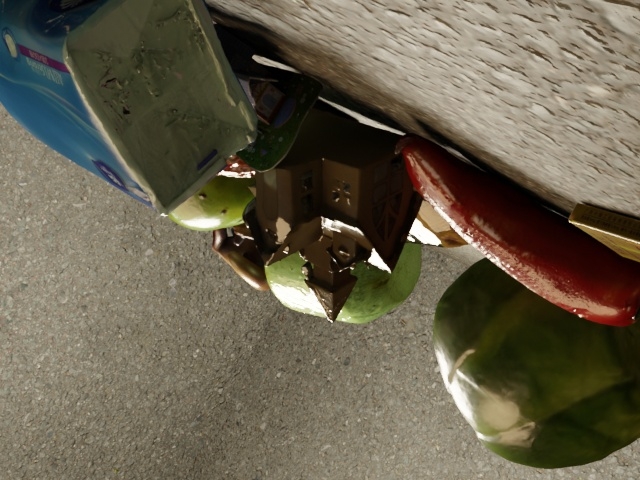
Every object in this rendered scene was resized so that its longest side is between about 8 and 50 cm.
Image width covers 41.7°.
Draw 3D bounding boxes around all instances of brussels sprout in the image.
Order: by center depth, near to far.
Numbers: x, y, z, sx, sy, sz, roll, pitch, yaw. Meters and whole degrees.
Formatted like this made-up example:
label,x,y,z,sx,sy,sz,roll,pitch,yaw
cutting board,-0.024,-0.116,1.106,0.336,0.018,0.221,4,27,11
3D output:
label,x,y,z,sx,sy,sz,roll,pitch,yaw
brussels sprout,0.329,0.154,1.166,0.371,0.315,0.276,21,-152,-32

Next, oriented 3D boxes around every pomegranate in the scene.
label,x,y,z,sx,sy,sz,roll,pitch,yaw
pomegranate,-0.183,-0.149,1.498,0.260,0.261,0.340,28,159,-29

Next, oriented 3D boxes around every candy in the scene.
label,x,y,z,sx,sy,sz,roll,pitch,yaw
candy,0.135,-0.047,1.056,0.143,0.101,0.271,35,172,-21

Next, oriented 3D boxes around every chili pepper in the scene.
label,x,y,z,sx,sy,sz,roll,pitch,yaw
chili pepper,0.225,0.005,0.876,0.368,0.092,0.137,27,-178,-3

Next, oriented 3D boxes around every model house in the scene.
label,x,y,z,sx,sy,sz,roll,pitch,yaw
model house,-0.095,-0.157,0.884,0.088,0.117,0.167,33,-179,-45
model house,0.000,0.000,0.977,0.180,0.248,0.176,22,-144,37

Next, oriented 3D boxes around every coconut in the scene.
label,x,y,z,sx,sy,sz,roll,pitch,yaw
coconut,0.028,0.003,1.606,0.328,0.281,0.328,25,146,19

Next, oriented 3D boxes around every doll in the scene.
label,x,y,z,sx,sy,sz,roll,pitch,yaw
doll,-0.094,-0.052,1.840,0.209,0.340,0.318,44,-170,11

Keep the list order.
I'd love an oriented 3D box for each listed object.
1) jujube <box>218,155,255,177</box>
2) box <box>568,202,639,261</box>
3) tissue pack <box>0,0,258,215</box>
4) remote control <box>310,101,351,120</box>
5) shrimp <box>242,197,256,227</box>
label,x,y,z,sx,sy,sz,roll,pitch,yaw
jujube,-0.129,-0.166,1.218,0.236,0.168,0.168,10,-169,-33
box,0.298,0.008,0.735,0.089,0.022,0.156,26,-178,-25
tissue pack,-0.209,-0.166,0.772,0.263,0.146,0.198,27,153,39
remote control,-0.065,-0.192,1.049,0.245,0.025,0.063,28,177,0
shrimp,0.028,-0.079,1.369,0.372,0.172,0.137,-8,171,28
